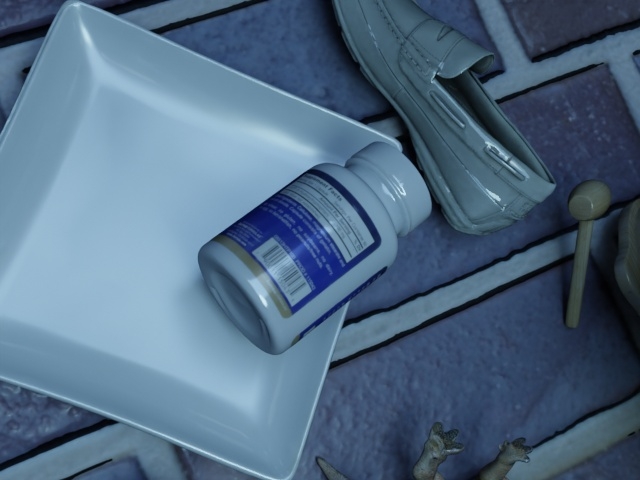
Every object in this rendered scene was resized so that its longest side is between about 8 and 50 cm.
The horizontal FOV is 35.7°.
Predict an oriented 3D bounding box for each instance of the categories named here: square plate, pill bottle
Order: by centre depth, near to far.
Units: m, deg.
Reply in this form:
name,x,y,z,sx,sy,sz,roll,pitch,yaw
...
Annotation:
name,x,y,z,sx,sy,sz,roll,pitch,yaw
pill bottle,0.000,0.000,0.844,0.186,0.112,0.112,-37,88,-20
square plate,-0.133,-0.001,0.893,0.347,0.049,0.344,23,71,-9

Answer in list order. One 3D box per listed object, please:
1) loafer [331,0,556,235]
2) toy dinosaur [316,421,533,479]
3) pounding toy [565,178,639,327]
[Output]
name,x,y,z,sx,sy,sz,roll,pitch,yaw
loafer,0.116,-0.160,0.953,0.320,0.111,0.112,59,34,0
toy dinosaur,0.131,0.281,0.867,0.295,0.200,0.127,7,34,9
pounding toy,0.341,0.038,1.001,0.270,0.154,0.154,56,41,-7
